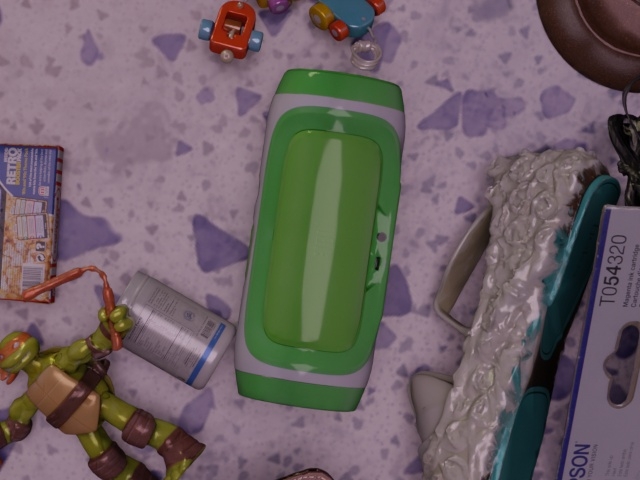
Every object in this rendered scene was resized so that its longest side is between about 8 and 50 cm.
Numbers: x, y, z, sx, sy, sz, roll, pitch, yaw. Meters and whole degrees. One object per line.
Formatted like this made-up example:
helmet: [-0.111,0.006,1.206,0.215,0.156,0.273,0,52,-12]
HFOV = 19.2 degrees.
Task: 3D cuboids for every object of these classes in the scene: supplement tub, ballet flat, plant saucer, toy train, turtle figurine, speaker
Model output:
supplement tub: [-0.137,0.082,1.730,0.107,0.071,0.071,30,88,-1]
ballet flat: [0.157,0.106,1.730,0.147,0.147,0.408,19,86,-2]
plant saucer: [0.302,-0.238,1.770,0.199,0.036,0.198,0,90,-2]
toy train: [-0.024,-0.195,1.735,0.166,0.046,0.125,10,60,-1]
turtle figurine: [-0.225,0.158,1.719,0.217,0.087,0.269,44,109,-5]
speaker: [0.000,0.000,1.710,0.131,0.131,0.296,8,89,-2]

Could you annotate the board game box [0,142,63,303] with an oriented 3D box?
board game box: [-0.337,-0.020,1.735,0.194,0.045,0.146,4,89,-2]

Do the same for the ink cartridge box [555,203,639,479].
ink cartridge box: [0.384,0.100,1.680,0.330,0.071,0.324,4,121,-3]

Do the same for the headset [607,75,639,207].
headset: [0.451,-0.123,1.667,0.394,0.243,0.185,-12,55,10]

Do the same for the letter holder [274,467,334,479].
letter holder: [-0.085,0.347,1.691,0.302,0.152,0.214,-29,88,-2]
